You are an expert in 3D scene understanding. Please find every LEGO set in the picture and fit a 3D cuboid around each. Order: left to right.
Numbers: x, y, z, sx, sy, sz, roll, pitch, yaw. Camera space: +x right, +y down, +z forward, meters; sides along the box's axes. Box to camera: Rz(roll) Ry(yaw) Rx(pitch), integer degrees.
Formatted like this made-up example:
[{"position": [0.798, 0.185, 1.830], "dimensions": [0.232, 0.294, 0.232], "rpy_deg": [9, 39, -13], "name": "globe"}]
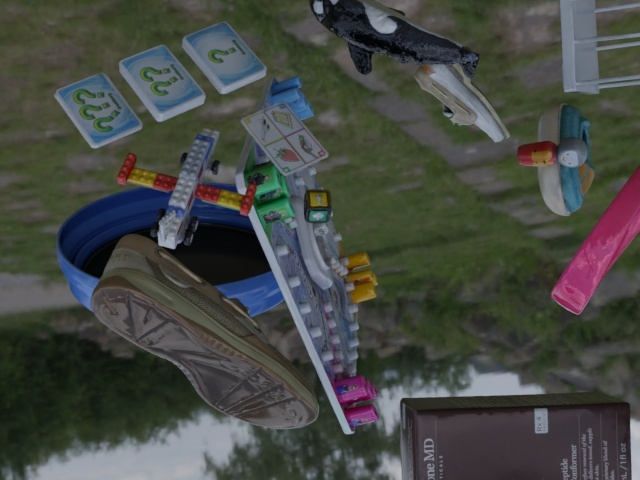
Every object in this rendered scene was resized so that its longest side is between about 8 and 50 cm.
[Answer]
[{"position": [-0.096, -0.094, 0.784], "dimensions": [0.182, 0.244, 0.060], "rpy_deg": [-27, 154, -23], "name": "LEGO set"}]

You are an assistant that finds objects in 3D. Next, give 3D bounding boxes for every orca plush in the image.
[{"position": [0.098, -0.297, 1.391], "dimensions": [0.287, 0.102, 0.151], "rpy_deg": [24, -159, 4], "name": "orca plush"}]

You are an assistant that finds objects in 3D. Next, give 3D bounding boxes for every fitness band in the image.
[{"position": [0.370, -0.013, 1.138], "dimensions": [0.209, 0.054, 0.291], "rpy_deg": [-59, 164, 24], "name": "fitness band"}]

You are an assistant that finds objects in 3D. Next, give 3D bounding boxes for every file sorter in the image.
[{"position": [0.480, -0.378, 1.432], "dimensions": [0.173, 0.278, 0.193], "rpy_deg": [-1, -174, 28], "name": "file sorter"}]

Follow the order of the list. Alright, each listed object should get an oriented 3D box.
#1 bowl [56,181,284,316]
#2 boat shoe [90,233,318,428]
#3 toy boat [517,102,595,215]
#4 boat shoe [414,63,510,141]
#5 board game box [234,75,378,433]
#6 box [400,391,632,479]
[{"position": [-0.206, 0.015, 1.416], "dimensions": [0.391, 0.077, 0.391], "rpy_deg": [1, -154, -1], "name": "bowl"}, {"position": [-0.122, 0.117, 1.132], "dimensions": [0.121, 0.110, 0.341], "rpy_deg": [-27, 125, 33], "name": "boat shoe"}, {"position": [0.566, -0.190, 2.100], "dimensions": [0.148, 0.267, 0.318], "rpy_deg": [-1, -179, 28], "name": "toy boat"}, {"position": [0.339, -0.333, 2.190], "dimensions": [0.103, 0.113, 0.302], "rpy_deg": [-39, 119, 14], "name": "boat shoe"}, {"position": [0.000, 0.000, 1.266], "dimensions": [0.050, 0.390, 0.390], "rpy_deg": [-16, -155, 11], "name": "board game box"}, {"position": [0.336, 0.369, 1.585], "dimensions": [0.381, 0.191, 0.143], "rpy_deg": [-2, 179, -4], "name": "box"}]
